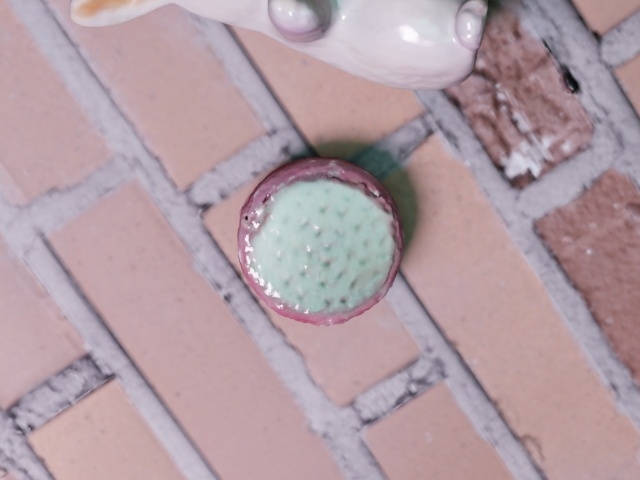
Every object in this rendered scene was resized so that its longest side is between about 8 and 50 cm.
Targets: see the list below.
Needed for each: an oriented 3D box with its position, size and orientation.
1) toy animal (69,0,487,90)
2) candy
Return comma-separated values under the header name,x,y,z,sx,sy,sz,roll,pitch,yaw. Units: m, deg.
name,x,y,z,sx,sy,sz,roll,pitch,yaw
toy animal,-0.026,-0.169,1.004,0.282,0.138,0.141,17,70,-12
candy,0.000,0.000,1.097,0.103,0.043,0.103,0,102,-2
